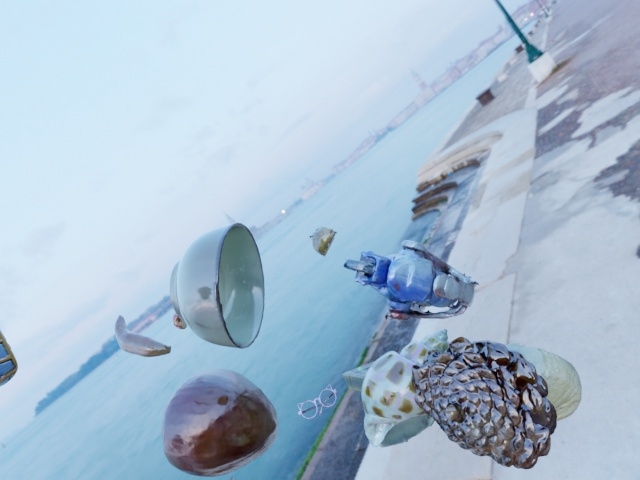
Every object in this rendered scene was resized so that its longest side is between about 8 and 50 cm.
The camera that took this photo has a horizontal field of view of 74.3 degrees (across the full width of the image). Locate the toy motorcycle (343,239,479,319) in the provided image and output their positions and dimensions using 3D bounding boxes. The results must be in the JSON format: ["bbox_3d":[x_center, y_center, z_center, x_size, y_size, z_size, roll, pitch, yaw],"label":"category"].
[{"bbox_3d":[0.226,0.079,0.965,0.241,0.182,0.319,-24,-28,37],"label":"toy motorcycle"}]

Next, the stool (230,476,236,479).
[{"bbox_3d":[-0.139,0.805,1.200,0.270,0.243,0.170,90,-172,-49],"label":"stool"}]

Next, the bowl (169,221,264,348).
[{"bbox_3d":[-0.299,0.131,1.195,0.185,0.354,0.354,-6,13,10],"label":"bowl"}]

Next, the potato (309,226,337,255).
[{"bbox_3d":[0.000,0.000,1.588,0.172,0.089,0.100,101,-166,-84],"label":"potato"}]

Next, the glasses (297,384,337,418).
[{"bbox_3d":[0.000,0.526,1.365,0.140,0.062,0.104,-32,-23,-4],"label":"glasses"}]

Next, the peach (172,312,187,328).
[{"bbox_3d":[-0.536,0.302,1.613,0.050,0.077,0.083,-2,-2,1],"label":"peach"}]

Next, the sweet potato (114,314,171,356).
[{"bbox_3d":[-0.535,0.288,1.219,0.255,0.058,0.078,16,61,33],"label":"sweet potato"}]

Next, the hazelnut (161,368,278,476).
[{"bbox_3d":[-0.348,0.639,1.498,0.421,0.421,0.353,-36,36,28],"label":"hazelnut"}]

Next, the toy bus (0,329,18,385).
[{"bbox_3d":[-0.635,0.191,0.734,0.126,0.209,0.136,-32,-1,26],"label":"toy bus"}]

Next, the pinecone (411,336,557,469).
[{"bbox_3d":[0.370,0.350,0.939,0.298,0.296,0.242,26,83,42],"label":"pinecone"}]

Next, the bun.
[{"bbox_3d":[0.538,0.392,1.116,0.259,0.259,0.152,-31,25,55],"label":"bun"}]

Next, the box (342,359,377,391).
[{"bbox_3d":[0.200,0.480,1.490,0.159,0.071,0.240,-16,-7,-23],"label":"box"}]

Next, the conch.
[{"bbox_3d":[0.248,0.418,1.194,0.368,0.249,0.197,-43,27,26],"label":"conch"}]
